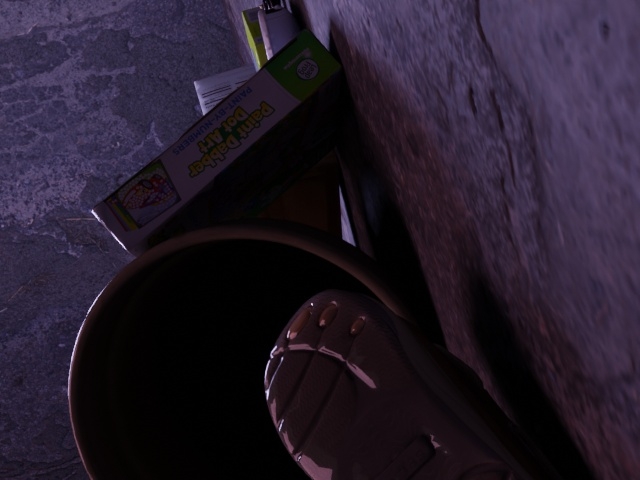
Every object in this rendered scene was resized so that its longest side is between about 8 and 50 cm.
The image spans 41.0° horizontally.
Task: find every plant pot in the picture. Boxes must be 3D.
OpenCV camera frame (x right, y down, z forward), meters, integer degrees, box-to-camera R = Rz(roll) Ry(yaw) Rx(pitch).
[{"bbox_3d":[-0.034,0.119,0.840,0.280,0.323,0.323,-45,-62,-74],"label":"plant pot"}]

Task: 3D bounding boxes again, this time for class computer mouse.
[{"bbox_3d":[-0.043,-0.232,0.978,0.193,0.042,0.106,-100,-2,-73],"label":"computer mouse"}]

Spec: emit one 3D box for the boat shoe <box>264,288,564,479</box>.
[{"bbox_3d":[0.091,0.157,0.454,0.116,0.123,0.324,21,-149,-50],"label":"boat shoe"}]

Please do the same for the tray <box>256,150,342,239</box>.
[{"bbox_3d":[-0.070,0.079,1.116,0.076,0.202,0.411,-114,15,-55],"label":"tray"}]

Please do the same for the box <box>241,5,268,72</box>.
[{"bbox_3d":[-0.073,-0.253,1.305,0.109,0.042,0.178,-111,6,-46],"label":"box"}]

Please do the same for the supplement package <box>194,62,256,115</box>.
[{"bbox_3d":[-0.143,-0.207,1.721,0.194,0.149,0.203,79,172,-62],"label":"supplement package"}]

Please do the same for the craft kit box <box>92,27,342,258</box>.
[{"bbox_3d":[-0.087,-0.066,0.845,0.061,0.246,0.250,50,174,8],"label":"craft kit box"}]
